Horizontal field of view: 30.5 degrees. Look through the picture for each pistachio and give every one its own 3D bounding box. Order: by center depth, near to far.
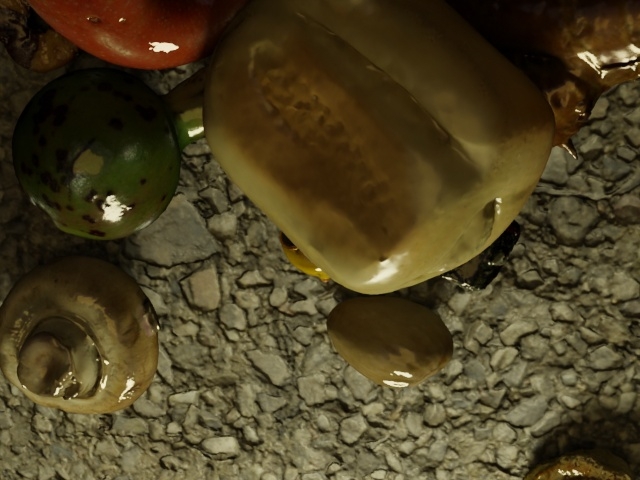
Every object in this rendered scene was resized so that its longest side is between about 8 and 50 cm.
[{"bbox_3d":[0.094,0.141,1.652,0.185,0.108,0.126,15,88,11],"label":"pistachio"}]

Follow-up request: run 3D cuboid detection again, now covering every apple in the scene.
[{"bbox_3d":[-0.210,-0.380,1.395,0.348,0.277,0.348,-13,129,-17],"label":"apple"}]

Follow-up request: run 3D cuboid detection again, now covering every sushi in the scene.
[{"bbox_3d":[0.148,-0.026,1.568,0.225,0.136,0.126,33,102,1],"label":"sushi"}]

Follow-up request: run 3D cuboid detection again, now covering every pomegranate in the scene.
[{"bbox_3d":[-0.252,-0.131,1.534,0.306,0.242,0.242,-26,104,16],"label":"pomegranate"}]

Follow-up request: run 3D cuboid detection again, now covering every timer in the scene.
[{"bbox_3d":[0.000,0.000,1.634,0.107,0.109,0.107,-2,79,10],"label":"timer"}]

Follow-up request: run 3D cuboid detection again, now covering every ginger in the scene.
[{"bbox_3d":[0.337,-0.229,1.445,0.418,0.176,0.254,-9,106,20],"label":"ginger"}]

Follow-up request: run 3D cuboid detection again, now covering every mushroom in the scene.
[{"bbox_3d":[-0.343,0.138,1.677,0.255,0.184,0.255,5,104,20],"label":"mushroom"}]

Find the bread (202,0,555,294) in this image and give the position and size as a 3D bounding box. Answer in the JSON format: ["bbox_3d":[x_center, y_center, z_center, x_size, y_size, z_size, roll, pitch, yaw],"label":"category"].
[{"bbox_3d":[0.069,-0.133,1.390,0.376,0.253,0.348,44,115,17],"label":"bread"}]

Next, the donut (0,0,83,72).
[{"bbox_3d":[-0.373,-0.300,1.588,0.140,0.059,0.140,3,110,7],"label":"donut"}]

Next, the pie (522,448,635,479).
[{"bbox_3d":[0.374,0.384,1.711,0.193,0.079,0.163,-36,91,19],"label":"pie"}]
